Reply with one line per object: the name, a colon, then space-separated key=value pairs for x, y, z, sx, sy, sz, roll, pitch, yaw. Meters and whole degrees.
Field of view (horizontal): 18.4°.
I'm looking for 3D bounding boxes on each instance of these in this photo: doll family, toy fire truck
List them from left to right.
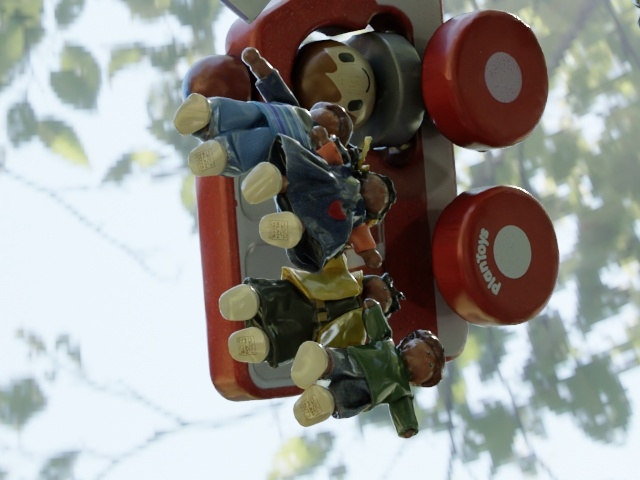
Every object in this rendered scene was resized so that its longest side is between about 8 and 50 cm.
doll family: x=0.000 y=0.000 z=0.919 sx=0.076 sy=0.111 sz=0.193 roll=-10 pitch=-90 yaw=40
toy fire truck: x=0.020 y=-0.047 z=1.388 sx=0.254 sy=0.169 sz=0.302 roll=-4 pitch=-91 yaw=-41

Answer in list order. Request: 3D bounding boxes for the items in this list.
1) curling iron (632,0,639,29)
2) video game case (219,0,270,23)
curling iron: x=0.314 y=-0.242 z=1.350 sx=0.274 sy=0.035 sz=0.068 roll=-47 pitch=-29 yaw=26
video game case: x=-0.122 y=-0.211 z=0.768 sx=0.244 sy=0.269 sz=0.061 roll=41 pitch=-84 yaw=-24
